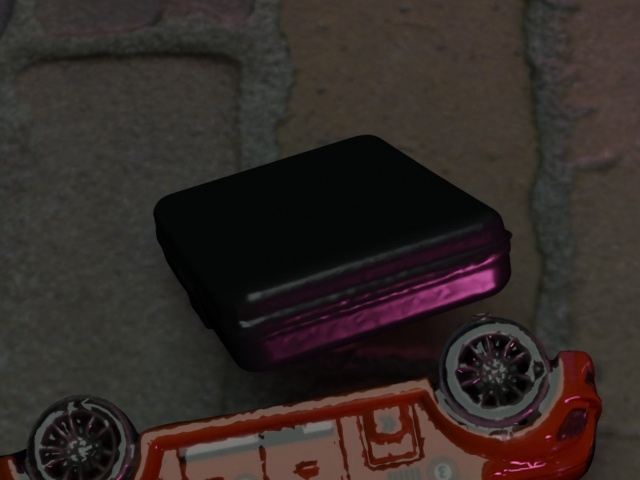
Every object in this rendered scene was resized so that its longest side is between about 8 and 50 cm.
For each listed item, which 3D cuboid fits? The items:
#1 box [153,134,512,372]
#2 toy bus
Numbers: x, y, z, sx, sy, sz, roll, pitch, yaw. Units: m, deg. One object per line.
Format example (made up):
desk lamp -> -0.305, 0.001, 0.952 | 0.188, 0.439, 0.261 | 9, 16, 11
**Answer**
box -> 0.000, 0.000, 0.941 | 0.160, 0.050, 0.230 | -18, 18, -11
toy bus -> -0.006, 0.147, 0.904 | 0.329, 0.143, 0.153 | -11, 72, 2
